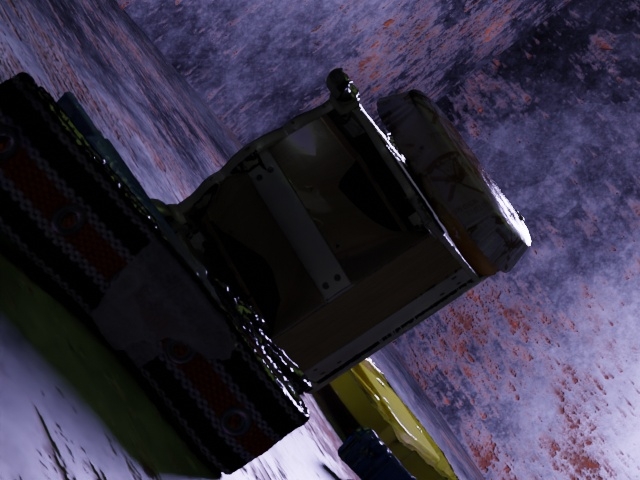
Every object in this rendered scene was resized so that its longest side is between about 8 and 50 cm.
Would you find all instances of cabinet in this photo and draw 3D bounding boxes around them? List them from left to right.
[{"bbox_3d":[0.000,0.000,1.399,0.227,0.290,0.318,59,8,20],"label":"cabinet"}]

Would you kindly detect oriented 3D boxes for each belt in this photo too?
[{"bbox_3d":[-0.135,0.031,0.873,0.359,0.094,0.126,50,5,-30],"label":"belt"}]

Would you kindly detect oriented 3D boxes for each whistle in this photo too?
[{"bbox_3d":[-0.164,-0.002,1.076,0.304,0.062,0.062,53,3,10],"label":"whistle"}]

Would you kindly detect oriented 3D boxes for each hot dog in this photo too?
[{"bbox_3d":[0.144,-0.067,1.291,0.131,0.069,0.253,21,34,-58],"label":"hot dog"}]

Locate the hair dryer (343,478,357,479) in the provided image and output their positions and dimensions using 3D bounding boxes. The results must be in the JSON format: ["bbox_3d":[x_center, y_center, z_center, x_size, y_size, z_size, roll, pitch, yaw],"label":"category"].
[{"bbox_3d":[0.111,0.335,0.940,0.352,0.125,0.210,50,5,-6],"label":"hair dryer"}]

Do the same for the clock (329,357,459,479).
[{"bbox_3d":[0.086,0.263,1.711,0.277,0.071,0.293,46,7,-36],"label":"clock"}]

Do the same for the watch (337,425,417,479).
[{"bbox_3d":[0.146,0.374,1.345,0.274,0.068,0.276,55,2,-43],"label":"watch"}]
